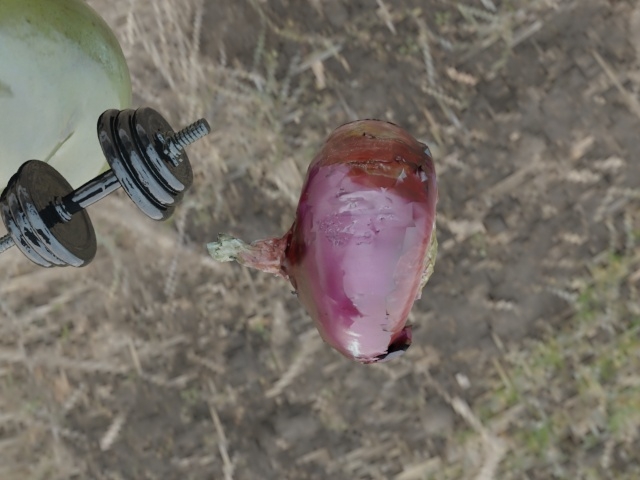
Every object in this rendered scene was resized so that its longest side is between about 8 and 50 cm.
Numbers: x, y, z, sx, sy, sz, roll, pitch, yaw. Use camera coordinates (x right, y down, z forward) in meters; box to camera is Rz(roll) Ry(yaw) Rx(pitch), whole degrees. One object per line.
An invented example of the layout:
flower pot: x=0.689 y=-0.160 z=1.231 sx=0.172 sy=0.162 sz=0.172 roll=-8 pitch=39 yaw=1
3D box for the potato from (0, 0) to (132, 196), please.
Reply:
potato: x=-0.333 y=-0.148 z=1.458 sx=0.326 sy=0.221 sz=0.243 roll=19 pitch=149 yaw=-40

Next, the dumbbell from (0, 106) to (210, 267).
dumbbell: x=-0.177 y=-0.042 z=1.265 sx=0.208 sy=0.099 sz=0.099 roll=-29 pitch=137 yaw=14

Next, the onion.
onion: x=0.000 y=0.000 z=0.947 sx=0.140 sy=0.150 sz=0.150 roll=5 pitch=133 yaw=4
